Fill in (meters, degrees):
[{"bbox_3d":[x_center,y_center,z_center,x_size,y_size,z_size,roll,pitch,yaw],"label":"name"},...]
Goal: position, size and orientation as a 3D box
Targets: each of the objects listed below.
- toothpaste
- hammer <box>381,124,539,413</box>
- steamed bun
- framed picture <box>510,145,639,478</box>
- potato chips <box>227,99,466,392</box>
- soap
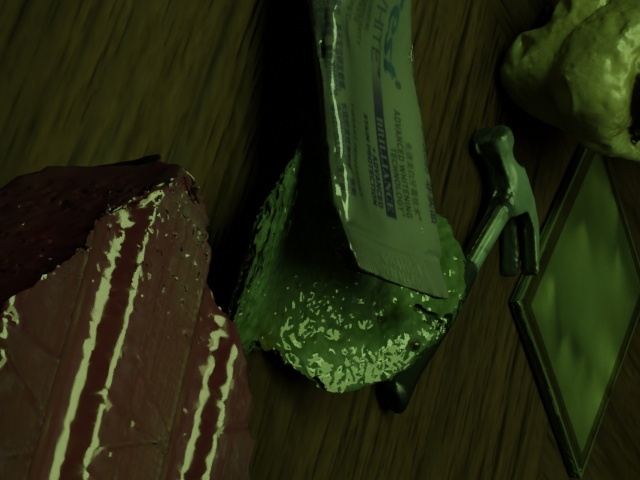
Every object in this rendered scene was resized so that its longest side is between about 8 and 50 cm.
[{"bbox_3d":[0.024,-0.109,1.078,0.099,0.068,0.282,2,70,-30],"label":"toothpaste"},{"bbox_3d":[0.091,0.033,1.257,0.246,0.029,0.103,-58,135,-46],"label":"hammer"},{"bbox_3d":[0.209,-0.124,1.376,0.155,0.172,0.141,-16,132,-37],"label":"steamed bun"},{"bbox_3d":[0.203,0.043,1.478,0.231,0.010,0.173,-59,136,-47],"label":"framed picture"},{"bbox_3d":[0.006,0.000,1.073,0.228,0.059,0.167,20,63,-54],"label":"potato chips"},{"bbox_3d":[-0.116,0.091,0.771,0.182,0.112,0.289,49,45,-49],"label":"soap"}]
